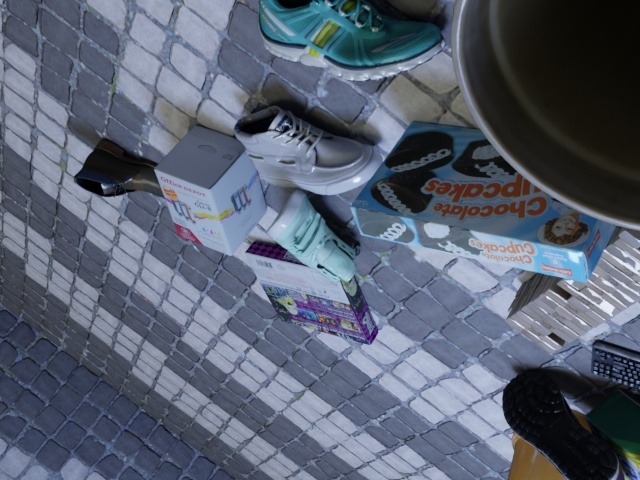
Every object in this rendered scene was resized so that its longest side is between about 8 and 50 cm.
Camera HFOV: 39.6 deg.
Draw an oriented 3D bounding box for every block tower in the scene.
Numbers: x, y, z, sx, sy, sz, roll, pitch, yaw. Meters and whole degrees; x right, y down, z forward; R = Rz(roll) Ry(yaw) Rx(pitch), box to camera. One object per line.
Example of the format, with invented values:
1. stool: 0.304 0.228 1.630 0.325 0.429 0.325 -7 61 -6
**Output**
1. block tower: 0.380 0.055 1.238 0.097 0.091 0.335 34 150 2

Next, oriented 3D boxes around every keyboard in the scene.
1. keyboard: 0.515 0.221 1.394 0.180 0.023 0.108 18 145 30

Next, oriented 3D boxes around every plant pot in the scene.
1. plant pot: 0.314 -0.215 0.755 0.323 0.280 0.323 26 148 17
2. plant pot: 0.424 0.436 1.611 0.205 0.188 0.205 26 147 18

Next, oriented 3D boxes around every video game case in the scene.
1. video game case: -0.017 0.103 1.745 0.232 0.042 0.210 11 141 36

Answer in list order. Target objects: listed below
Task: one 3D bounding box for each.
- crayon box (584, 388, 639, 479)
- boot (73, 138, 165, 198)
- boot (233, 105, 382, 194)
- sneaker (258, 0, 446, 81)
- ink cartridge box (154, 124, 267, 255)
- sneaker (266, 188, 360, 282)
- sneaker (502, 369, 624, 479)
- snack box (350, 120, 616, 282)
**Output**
1. crayon box: 0.570 0.397 1.383 0.323 0.083 0.203 41 164 56
2. boot: -0.380 -0.108 1.760 0.219 0.106 0.082 28 148 15
3. boot: -0.031 -0.145 1.371 0.258 0.095 0.123 3 142 44
4. sneaker: 0.028 -0.277 1.139 0.275 0.107 0.110 17 135 28
5. ink cartridge box: -0.191 -0.089 1.577 0.128 0.127 0.176 20 145 26
6. sneaker: 0.000 0.000 1.488 0.151 0.094 0.256 34 176 9
7. sneaker: 0.405 0.342 1.489 0.124 0.107 0.283 52 -177 -36
8. snack box: 0.221 -0.060 1.147 0.321 0.187 0.060 12 142 34
